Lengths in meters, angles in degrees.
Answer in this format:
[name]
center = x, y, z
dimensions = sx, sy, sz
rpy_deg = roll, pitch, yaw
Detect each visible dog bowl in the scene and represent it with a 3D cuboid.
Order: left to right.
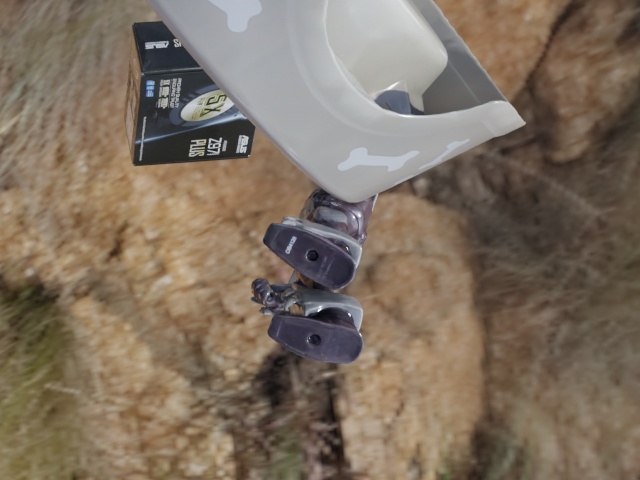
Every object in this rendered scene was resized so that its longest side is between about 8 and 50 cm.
[dog bowl]
center = -0.037, -0.167, 0.898
dimensions = 0.102, 0.349, 0.349
rpy_deg = -37, 100, 9

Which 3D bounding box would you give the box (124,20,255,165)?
[box]
center = -0.149, -0.173, 2.038
dimensions = 0.147, 0.180, 0.077
rpy_deg = -5, 57, -14

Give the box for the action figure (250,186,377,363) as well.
[action figure]
center = 0.000, 0.000, 1.495
dimensions = 0.099, 0.285, 0.185
rpy_deg = 13, 107, -2
